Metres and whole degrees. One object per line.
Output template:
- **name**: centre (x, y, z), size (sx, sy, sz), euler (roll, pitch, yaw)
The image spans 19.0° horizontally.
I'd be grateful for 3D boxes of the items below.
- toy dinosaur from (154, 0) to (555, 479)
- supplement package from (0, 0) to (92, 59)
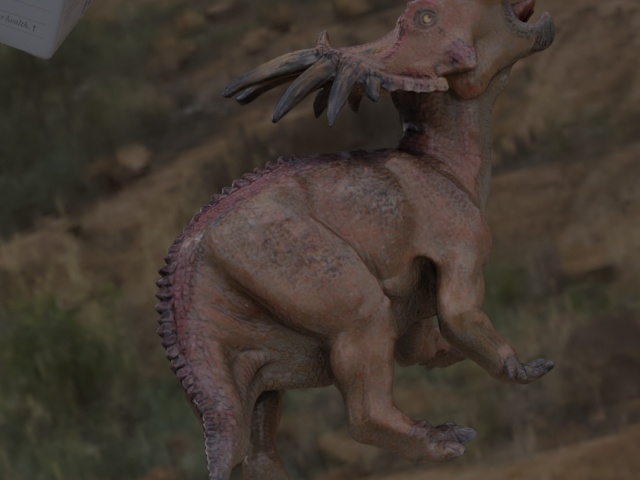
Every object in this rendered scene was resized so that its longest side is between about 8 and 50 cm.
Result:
- **toy dinosaur**: centre (0.000, 0.000, 0.867), size (0.295, 0.200, 0.127), euler (-36, 10, -40)
- **supplement package**: centre (-0.159, -0.206, 1.020), size (0.105, 0.179, 0.105), euler (19, 26, 0)
